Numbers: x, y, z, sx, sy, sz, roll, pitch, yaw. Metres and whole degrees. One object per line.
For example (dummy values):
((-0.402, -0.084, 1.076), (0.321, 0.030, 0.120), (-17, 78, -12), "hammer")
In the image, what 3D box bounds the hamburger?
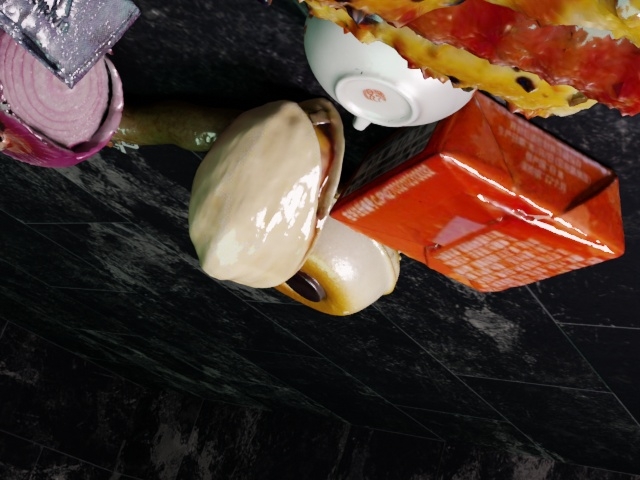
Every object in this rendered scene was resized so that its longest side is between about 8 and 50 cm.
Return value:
((-0.001, 0.001, 1.067), (0.237, 0.147, 0.237), (25, 155, 13), "hamburger")

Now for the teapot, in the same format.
((0.060, -0.158, 0.711), (0.159, 0.116, 0.245), (11, 166, -12), "teapot")

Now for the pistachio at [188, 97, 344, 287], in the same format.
((-0.059, -0.055, 0.891), (0.157, 0.157, 0.229), (23, 115, -12), "pistachio")

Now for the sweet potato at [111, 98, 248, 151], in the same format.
((-0.169, -0.139, 0.974), (0.281, 0.059, 0.067), (10, 166, 22), "sweet potato")

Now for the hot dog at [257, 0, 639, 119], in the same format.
((0.037, -0.189, 0.408), (0.365, 0.196, 0.367), (22, -174, -5), "hot dog")

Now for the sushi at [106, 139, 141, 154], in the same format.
((-0.296, -0.149, 1.091), (0.126, 0.026, 0.120), (29, 155, -26), "sushi")

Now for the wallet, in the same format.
((-0.256, -0.233, 0.763), (0.030, 0.111, 0.166), (37, 173, 36), "wallet")

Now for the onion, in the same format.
((-0.332, -0.174, 0.881), (0.200, 0.200, 0.207), (1, 180, 37), "onion")

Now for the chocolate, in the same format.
((0.167, -0.045, 0.875), (0.235, 0.108, 0.237), (25, 159, -18), "chocolate")
